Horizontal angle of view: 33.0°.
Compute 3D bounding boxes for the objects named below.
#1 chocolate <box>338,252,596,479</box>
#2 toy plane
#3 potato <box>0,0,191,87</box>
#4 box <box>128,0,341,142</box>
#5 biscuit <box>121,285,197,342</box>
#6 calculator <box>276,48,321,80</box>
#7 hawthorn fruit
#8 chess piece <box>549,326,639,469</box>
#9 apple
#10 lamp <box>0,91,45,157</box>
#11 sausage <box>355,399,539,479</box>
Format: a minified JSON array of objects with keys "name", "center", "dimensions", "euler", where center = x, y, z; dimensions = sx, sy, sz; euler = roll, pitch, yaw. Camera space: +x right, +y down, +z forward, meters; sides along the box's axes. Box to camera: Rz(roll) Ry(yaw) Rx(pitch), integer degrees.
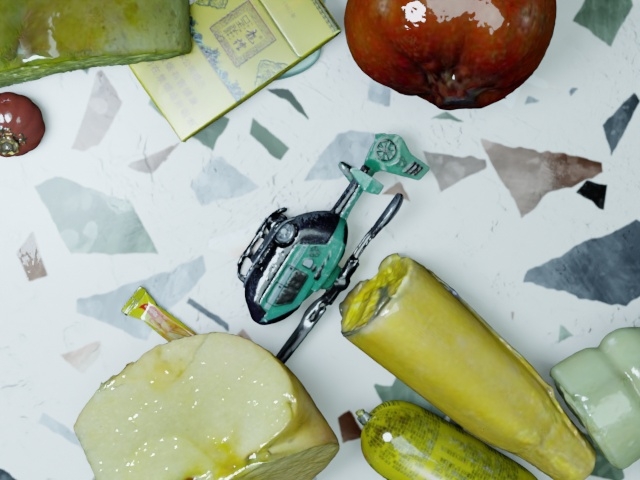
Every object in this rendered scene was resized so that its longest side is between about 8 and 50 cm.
[{"name":"chocolate","center":[0.234,0.207,1.615],"dimensions":[0.445,0.162,0.162],"euler":[40,91,-13]},{"name":"toy plane","center":[0.000,0.000,1.577],"dimensions":[0.155,0.106,0.382],"euler":[33,91,-16]},{"name":"potato","center":[-0.354,-0.360,1.418],"dimensions":[0.330,0.213,0.280],"euler":[-8,92,2]},{"name":"box","center":[-0.126,-0.280,1.534],"dimensions":[0.279,0.041,0.153],"euler":[-34,91,4]},{"name":"biscuit","center":[-0.168,0.174,1.611],"dimensions":[0.292,0.026,0.048],"euler":[39,85,-10]},{"name":"calculator","center":[-0.074,-0.279,1.570],"dimensions":[0.153,0.021,0.095],"euler":[-10,97,-6]},{"name":"hawthorn fruit","center":[0.176,-0.330,1.471],"dimensions":[0.295,0.295,0.311],"euler":[-12,95,-5]},{"name":"chess piece","center":[0.569,0.148,1.610],"dimensions":[0.442,0.234,0.234],"euler":[-33,99,3]},{"name":"apple","center":[-0.150,0.290,1.513],"dimensions":[0.309,0.252,0.314],"euler":[-32,107,-5]},{"name":"lamp","center":[-0.436,-0.161,1.507],"dimensions":[0.101,0.090,0.101],"euler":[-5,135,-5]},{"name":"sausage","center":[0.197,0.346,1.626],"dimensions":[0.347,0.123,0.123],"euler":[31,92,-9]}]
